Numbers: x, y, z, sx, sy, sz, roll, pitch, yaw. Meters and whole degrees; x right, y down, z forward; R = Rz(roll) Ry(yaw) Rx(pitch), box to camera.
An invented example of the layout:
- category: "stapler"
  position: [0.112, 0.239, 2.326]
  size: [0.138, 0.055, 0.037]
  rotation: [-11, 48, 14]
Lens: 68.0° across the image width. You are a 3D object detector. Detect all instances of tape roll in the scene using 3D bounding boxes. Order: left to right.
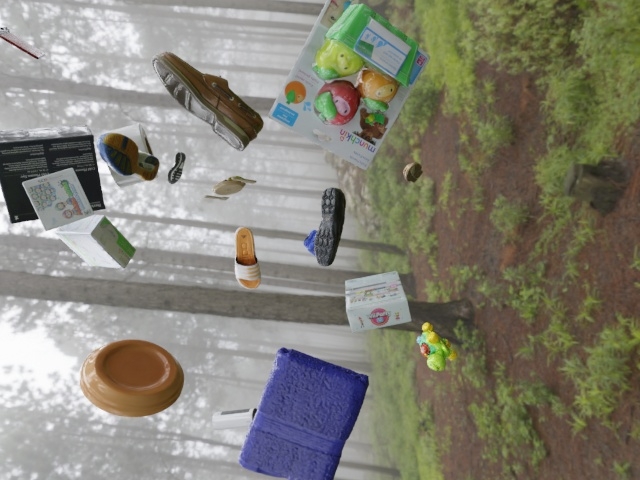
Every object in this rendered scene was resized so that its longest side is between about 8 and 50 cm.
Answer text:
- category: "tape roll"
  position: [-0.820, -0.366, 2.048]
  size: [0.246, 0.169, 0.246]
  rotation: [162, 90, -81]

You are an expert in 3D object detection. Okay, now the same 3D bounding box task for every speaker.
- category: "speaker"
  position: [-0.262, 0.552, 1.465]
  size: [0.055, 0.136, 0.055]
  rotation: [-10, -90, -77]

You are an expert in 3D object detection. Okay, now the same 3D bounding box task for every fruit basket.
- category: "fruit basket"
  position: [0.086, -0.401, 1.231]
  size: [0.353, 0.327, 0.165]
  rotation: [-62, 26, 7]

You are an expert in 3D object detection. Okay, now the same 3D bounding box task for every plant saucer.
- category: "plant saucer"
  position: [-0.369, 0.262, 0.946]
  size: [0.200, 0.199, 0.037]
  rotation: [-72, 4, -67]

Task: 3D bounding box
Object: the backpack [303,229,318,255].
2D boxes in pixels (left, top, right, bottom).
- category: "backpack"
  position: [0.000, 0.000, 1.821]
  size: [0.120, 0.101, 0.098]
  rotation: [-51, -1, 1]

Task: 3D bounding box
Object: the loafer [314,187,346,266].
- category: "loafer"
  position: [0.035, -0.037, 1.338]
  size: [0.078, 0.076, 0.223]
  rotation: [8, -91, -54]

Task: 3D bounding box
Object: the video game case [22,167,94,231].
- category: "video game case"
  position: [-0.787, -0.124, 1.430]
  size: [0.019, 0.143, 0.157]
  rotation: [-15, 99, 60]

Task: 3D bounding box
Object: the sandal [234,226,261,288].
- category: "sandal"
  position: [-0.299, 0.080, 1.894]
  size: [0.076, 0.101, 0.265]
  rotation: [-121, 23, -72]

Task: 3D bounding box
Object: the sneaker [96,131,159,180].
- category: "sneaker"
  position: [-0.626, -0.260, 1.475]
  size: [0.296, 0.130, 0.112]
  rotation: [60, -130, -79]

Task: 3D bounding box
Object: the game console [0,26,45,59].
- category: "game console"
  position: [-0.696, -0.418, 1.042]
  size: [0.144, 0.124, 0.085]
  rotation: [46, 163, 58]

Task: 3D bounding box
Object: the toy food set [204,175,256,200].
- category: "toy food set"
  position: [-0.348, -0.208, 1.798]
  size: [0.132, 0.192, 0.039]
  rotation: [3, -111, -51]

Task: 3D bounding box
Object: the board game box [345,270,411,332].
- category: "board game box"
  position: [0.215, 0.228, 1.830]
  size: [0.303, 0.224, 0.098]
  rotation: [-78, -25, -75]

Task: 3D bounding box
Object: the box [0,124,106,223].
- category: "box"
  position: [-1.052, -0.265, 1.845]
  size: [0.179, 0.343, 0.313]
  rotation: [38, 133, 49]

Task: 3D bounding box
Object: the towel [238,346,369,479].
- category: "towel"
  position: [-0.039, 0.413, 1.099]
  size: [0.076, 0.227, 0.308]
  rotation: [-77, 6, -79]

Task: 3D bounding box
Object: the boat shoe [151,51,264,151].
- category: "boat shoe"
  position: [-0.281, -0.366, 1.206]
  size: [0.104, 0.307, 0.110]
  rotation: [-53, 18, -21]

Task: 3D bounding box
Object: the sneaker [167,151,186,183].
- category: "sneaker"
  position: [-0.441, -0.217, 1.460]
  size: [0.044, 0.040, 0.109]
  rotation: [135, 152, -62]

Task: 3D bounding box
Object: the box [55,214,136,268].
- category: "box"
  position: [-1.052, 0.008, 2.230]
  size: [0.262, 0.231, 0.127]
  rotation: [65, -146, -46]

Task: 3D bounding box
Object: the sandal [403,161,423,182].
- category: "sandal"
  position: [0.329, -0.250, 1.713]
  size: [0.072, 0.049, 0.180]
  rotation: [-47, -14, 13]

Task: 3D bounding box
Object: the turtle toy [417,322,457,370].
- category: "turtle toy"
  position: [0.281, 0.269, 1.168]
  size: [0.066, 0.095, 0.130]
  rotation: [-44, 15, 11]
